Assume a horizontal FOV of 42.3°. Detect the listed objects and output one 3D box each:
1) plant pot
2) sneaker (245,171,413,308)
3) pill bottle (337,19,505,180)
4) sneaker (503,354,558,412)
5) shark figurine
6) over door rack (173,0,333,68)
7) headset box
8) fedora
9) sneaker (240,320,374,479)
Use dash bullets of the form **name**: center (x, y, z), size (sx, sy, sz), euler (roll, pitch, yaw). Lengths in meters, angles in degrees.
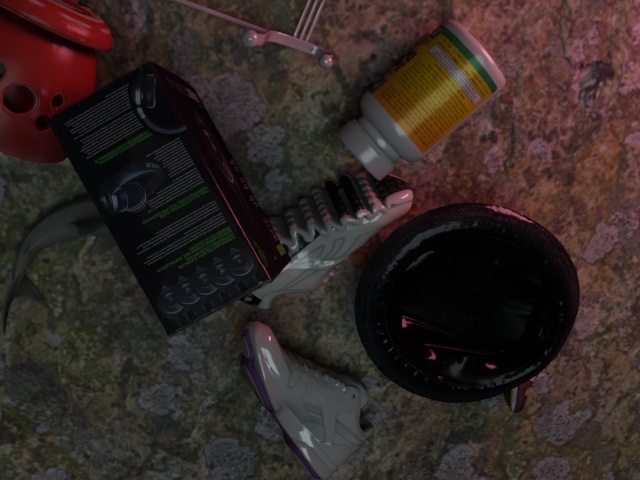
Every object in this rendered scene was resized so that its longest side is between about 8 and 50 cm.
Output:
- **plant pot**: center (-0.346, -0.205, 0.944), size (0.191, 0.191, 0.174), euler (24, 104, -20)
- **sneaker**: center (0.000, 0.000, 1.158), size (0.292, 0.110, 0.118), euler (-25, 124, 10)
- **pill bottle**: center (0.127, -0.178, 1.086), size (0.208, 0.117, 0.117), euler (-41, 115, 9)
- **sneaker**: center (0.339, 0.196, 1.323), size (0.084, 0.069, 0.185), euler (-3, 116, -4)
- **shark figurine**: center (-0.324, -0.002, 1.085), size (0.278, 0.116, 0.166), euler (-26, 115, 0)
- **over door rack**: center (-0.089, -0.362, 0.967), size (0.324, 0.108, 0.239), euler (18, 109, -18)
- **headset box**: center (-0.157, -0.039, 0.974), size (0.131, 0.246, 0.283), euler (-29, 91, 4)
- **fedora**: center (0.196, 0.071, 1.192), size (0.334, 0.152, 0.334), euler (-4, 115, -9)
- **sneaker**: center (-0.019, 0.222, 1.261), size (0.152, 0.114, 0.305), euler (-34, 121, -10)
